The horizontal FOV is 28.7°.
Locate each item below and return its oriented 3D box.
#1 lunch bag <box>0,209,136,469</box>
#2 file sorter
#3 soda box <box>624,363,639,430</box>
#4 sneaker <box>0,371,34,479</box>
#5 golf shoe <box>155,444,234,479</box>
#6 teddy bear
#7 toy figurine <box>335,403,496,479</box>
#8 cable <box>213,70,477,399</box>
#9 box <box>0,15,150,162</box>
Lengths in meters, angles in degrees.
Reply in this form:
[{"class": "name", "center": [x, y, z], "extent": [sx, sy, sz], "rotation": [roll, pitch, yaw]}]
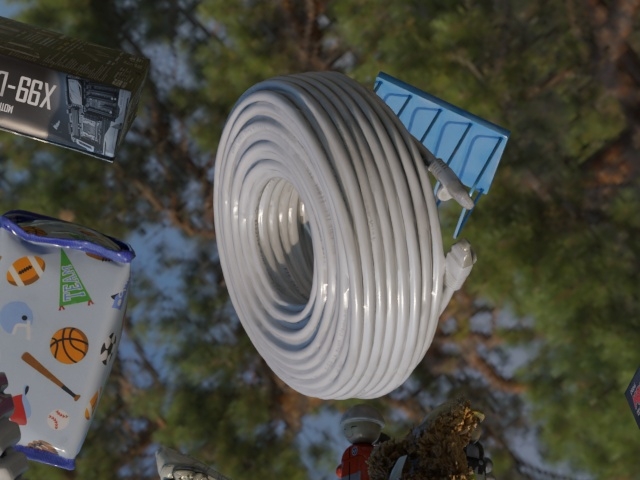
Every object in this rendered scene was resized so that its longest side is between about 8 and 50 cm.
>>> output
[{"class": "lunch bag", "center": [-0.418, 0.130, 1.870], "extent": [0.239, 0.327, 0.385], "rotation": [18, -179, -7]}, {"class": "file sorter", "center": [0.117, -0.095, 1.482], "extent": [0.170, 0.104, 0.118], "rotation": [26, 149, 10]}, {"class": "soda box", "center": [0.416, 0.156, 1.479], "extent": [0.169, 0.053, 0.060], "rotation": [98, 162, -49]}, {"class": "sneaker", "center": [-0.275, 0.171, 0.936], "extent": [0.095, 0.105, 0.236], "rotation": [20, -128, -86]}, {"class": "golf shoe", "center": [-0.168, 0.337, 1.775], "extent": [0.176, 0.069, 0.086], "rotation": [44, -174, -47]}, {"class": "teddy bear", "center": [0.107, 0.325, 1.389], "extent": [0.113, 0.245, 0.338], "rotation": [37, -156, -14]}, {"class": "toy figurine", "center": [0.132, 0.309, 1.701], "extent": [0.213, 0.210, 0.148], "rotation": [66, -157, -60]}, {"class": "cable", "center": [0.000, 0.000, 0.960], "extent": [0.089, 0.257, 0.257], "rotation": [-11, -134, -28]}, {"class": "box", "center": [-0.316, -0.179, 1.344], "extent": [0.243, 0.076, 0.307], "rotation": [15, -167, -8]}]
